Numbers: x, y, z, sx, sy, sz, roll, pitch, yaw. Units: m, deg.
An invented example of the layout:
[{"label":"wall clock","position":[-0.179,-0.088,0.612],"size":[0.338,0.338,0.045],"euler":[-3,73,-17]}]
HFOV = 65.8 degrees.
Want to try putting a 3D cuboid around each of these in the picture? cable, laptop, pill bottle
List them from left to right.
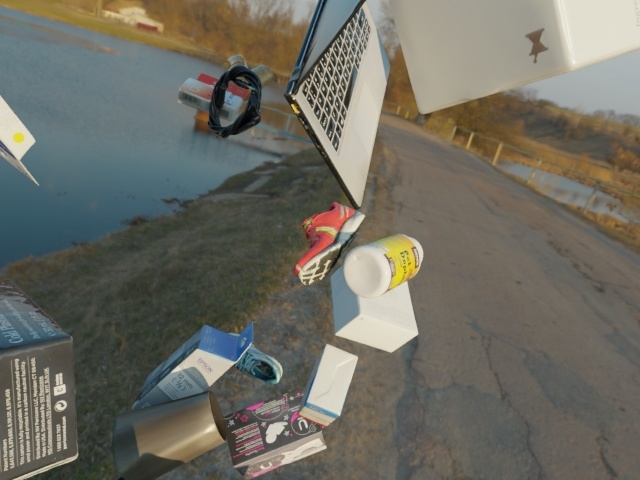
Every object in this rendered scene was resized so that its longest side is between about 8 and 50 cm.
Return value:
[{"label":"cable","position":[-0.211,-0.320,1.156],"size":[0.184,0.151,0.047],"euler":[-15,-3,39]},{"label":"pill bottle","position":[0.152,0.050,1.128],"size":[0.117,0.117,0.215],"euler":[25,25,29]},{"label":"laptop","position":[0.113,-0.325,0.744],"size":[0.236,0.382,0.408],"euler":[-4,-36,28]}]

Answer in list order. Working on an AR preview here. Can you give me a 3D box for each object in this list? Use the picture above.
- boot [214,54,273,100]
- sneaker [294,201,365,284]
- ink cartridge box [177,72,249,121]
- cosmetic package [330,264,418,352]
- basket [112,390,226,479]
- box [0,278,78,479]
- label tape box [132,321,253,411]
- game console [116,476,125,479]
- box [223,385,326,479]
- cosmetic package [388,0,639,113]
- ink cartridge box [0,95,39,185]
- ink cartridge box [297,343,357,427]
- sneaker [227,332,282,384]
[{"label":"boot","position":[-0.297,-0.474,1.511],"size":[0.211,0.104,0.295],"euler":[-36,37,-21]},{"label":"sneaker","position":[0.000,0.000,1.161],"size":[0.118,0.107,0.279],"euler":[31,40,10]},{"label":"ink cartridge box","position":[-0.270,-0.390,1.289],"size":[0.145,0.045,0.179],"euler":[20,44,-5]},{"label":"cosmetic package","position":[0.163,0.201,1.552],"size":[0.224,0.138,0.225],"euler":[23,41,-26]},{"label":"basket","position":[-0.354,0.464,1.188],"size":[0.226,0.154,0.204],"euler":[-20,26,-6]},{"label":"box","position":[-0.826,0.302,1.011],"size":[0.479,0.298,0.471],"euler":[16,18,43]},{"label":"label tape box","position":[-0.355,0.350,1.431],"size":[0.115,0.347,0.249],"euler":[47,-2,-10]},{"label":"game console","position":[-0.269,0.600,0.890],"size":[0.361,0.213,0.044],"euler":[26,35,30]},{"label":"box","position":[-0.123,0.540,1.378],"size":[0.247,0.163,0.142],"euler":[-18,52,-7]},{"label":"cosmetic package","position":[0.378,-0.452,0.871],"size":[0.393,0.328,0.329],"euler":[-24,13,-28]},{"label":"ink cartridge box","position":[-0.729,-0.295,1.052],"size":[0.303,0.307,0.072],"euler":[28,63,34]},{"label":"ink cartridge box","position":[0.009,0.340,1.133],"size":[0.077,0.231,0.134],"euler":[21,61,1]},{"label":"sneaker","position":[-0.255,0.416,1.742],"size":[0.282,0.110,0.122],"euler":[28,-4,-8]}]
